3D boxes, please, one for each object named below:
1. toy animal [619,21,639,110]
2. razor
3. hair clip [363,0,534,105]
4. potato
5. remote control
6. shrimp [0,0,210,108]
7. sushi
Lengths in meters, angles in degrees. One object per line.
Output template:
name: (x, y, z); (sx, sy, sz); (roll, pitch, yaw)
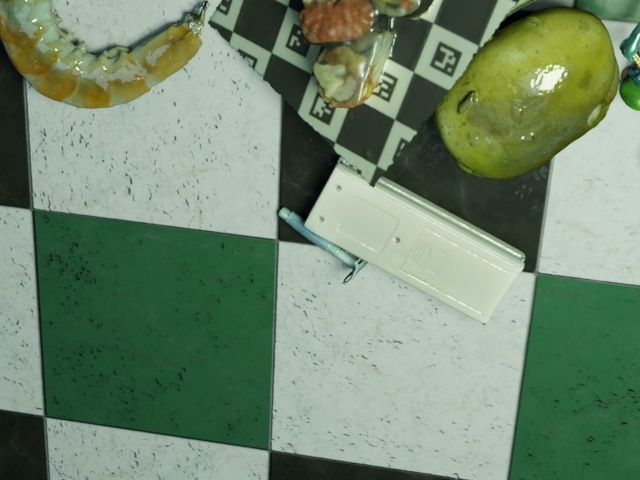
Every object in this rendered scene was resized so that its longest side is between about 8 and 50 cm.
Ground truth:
toy animal: (0.407, -0.243, 1.503); (0.103, 0.100, 0.208); (-1, 139, -31)
razor: (0.000, 0.000, 1.743); (0.135, 0.068, 0.040); (36, 116, 6)
hair clip: (0.144, -0.285, 1.535); (0.321, 0.091, 0.138); (-30, 86, 31)
potato: (0.244, -0.169, 1.534); (0.228, 0.149, 0.197); (-25, 134, 11)
remote control: (0.124, -0.001, 1.709); (0.277, 0.055, 0.103); (29, 118, -2)
shrimp: (-0.298, -0.253, 1.662); (0.287, 0.068, 0.185); (16, 120, 2)
sushi: (0.031, -0.283, 1.508); (0.320, 0.068, 0.339); (46, 120, 15)
